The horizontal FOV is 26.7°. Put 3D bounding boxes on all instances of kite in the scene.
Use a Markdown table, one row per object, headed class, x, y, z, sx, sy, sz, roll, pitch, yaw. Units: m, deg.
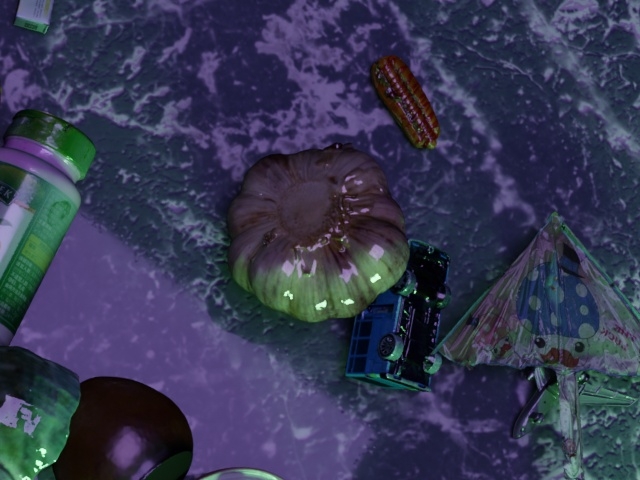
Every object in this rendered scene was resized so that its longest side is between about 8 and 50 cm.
| class | x | y | z | sx | sy | sz | roll | pitch | yaw |
| --- | --- | --- | --- | --- | --- | --- | --- | --- | --- |
| kite | 0.320 | 0.135 | 1.792 | 0.406 | 0.014 | 0.368 | 7 | 71 | -23 |

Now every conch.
| class | x | y | z | sx | sy | sz | roll | pitch | yaw |
| --- | --- | --- | --- | --- | --- | --- | --- | --- | --- |
| conch | -0.390 | 0.244 | 1.490 | 0.277 | 0.220 | 0.195 | -62 | 146 | -50 |

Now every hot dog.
| class | x | y | z | sx | sy | sz | roll | pitch | yaw |
| --- | --- | --- | --- | --- | --- | --- | --- | --- | --- |
| hot dog | 0.119 | -0.188 | 1.843 | 0.062 | 0.038 | 0.144 | -31 | 90 | -23 |

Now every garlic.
| class | x | y | z | sx | sy | sz | roll | pitch | yaw |
| --- | --- | --- | --- | --- | --- | --- | --- | --- | --- |
| garlic | 0.000 | 0.000 | 1.694 | 0.245 | 0.160 | 0.245 | -7 | 57 | 10 |

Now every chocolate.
| class | x | y | z | sx | sy | sz | roll | pitch | yaw |
| --- | --- | --- | --- | --- | --- | --- | --- | --- | --- |
| chocolate | -0.240 | 0.239 | 1.574 | 0.177 | 0.177 | 0.176 | 4 | 77 | -19 |

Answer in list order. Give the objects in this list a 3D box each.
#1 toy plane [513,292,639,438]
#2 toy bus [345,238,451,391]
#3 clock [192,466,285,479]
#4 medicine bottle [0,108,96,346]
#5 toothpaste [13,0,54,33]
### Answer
| class | x | y | z | sx | sy | sz | roll | pitch | yaw |
| --- | --- | --- | --- | --- | --- | --- | --- | --- | --- |
| toy plane | 0.330 | 0.177 | 1.828 | 0.226 | 0.058 | 0.226 | 41 | 68 | -11 |
| toy bus | 0.099 | 0.096 | 1.737 | 0.090 | 0.106 | 0.184 | 22 | 72 | -37 |
| clock | -0.106 | 0.389 | 1.598 | 0.244 | 0.056 | 0.244 | -2 | 94 | -31 |
| medicine bottle | -0.368 | -0.016 | 1.585 | 0.133 | 0.133 | 0.274 | 28 | 70 | -12 |
| toothpaste | -0.351 | -0.345 | 1.714 | 0.046 | 0.034 | 0.164 | 13 | 75 | -16 |
